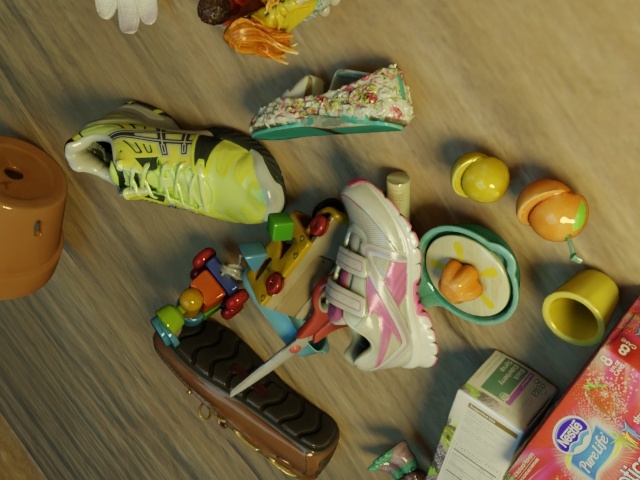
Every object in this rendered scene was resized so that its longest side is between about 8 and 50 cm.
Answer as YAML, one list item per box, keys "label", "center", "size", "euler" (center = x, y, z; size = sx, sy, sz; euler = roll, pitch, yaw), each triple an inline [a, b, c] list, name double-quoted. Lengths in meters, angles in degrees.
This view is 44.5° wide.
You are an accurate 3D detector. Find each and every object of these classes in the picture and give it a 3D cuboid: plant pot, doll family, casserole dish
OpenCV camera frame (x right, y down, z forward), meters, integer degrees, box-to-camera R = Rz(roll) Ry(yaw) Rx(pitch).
- label: "plant pot"
  center: [-0.609, -0.061, 1.480]
  size: [0.291, 0.291, 0.203]
  euler: [45, 123, 10]
- label: "doll family"
  center: [-0.026, -0.272, 0.814]
  size: [0.118, 0.163, 0.263]
  euler: [52, 141, 2]
- label: "casserole dish"
  center: [-0.055, 0.097, 1.152]
  size: [0.037, 0.114, 0.188]
  euler: [-35, 92, 13]

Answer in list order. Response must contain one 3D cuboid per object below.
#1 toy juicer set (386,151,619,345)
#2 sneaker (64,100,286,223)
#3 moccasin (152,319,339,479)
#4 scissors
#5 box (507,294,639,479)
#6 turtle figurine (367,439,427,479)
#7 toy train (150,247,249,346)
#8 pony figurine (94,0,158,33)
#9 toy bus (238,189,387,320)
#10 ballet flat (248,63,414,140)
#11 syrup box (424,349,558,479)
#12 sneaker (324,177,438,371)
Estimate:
- label: "toy juicer set"
  center: [0.158, 0.005, 0.885]
  size: [0.329, 0.089, 0.209]
  euler: [6, 126, 46]
- label: "sneaker"
  center: [-0.215, -0.093, 1.145]
  size: [0.385, 0.147, 0.145]
  euler: [18, 127, 34]
- label: "moccasin"
  center: [-0.140, 0.270, 1.357]
  size: [0.380, 0.139, 0.147]
  euler: [33, 128, 10]
- label: "scissors"
  center: [-0.016, 0.140, 1.077]
  size: [0.297, 0.109, 0.021]
  euler: [-53, 43, 33]
- label: "box"
  center: [0.323, 0.194, 0.840]
  size: [0.128, 0.123, 0.256]
  euler: [38, 138, 20]
- label: "turtle figurine"
  center: [0.166, 0.414, 1.159]
  size: [0.234, 0.118, 0.175]
  euler: [54, 143, 19]
- label: "toy train"
  center: [-0.194, 0.089, 1.212]
  size: [0.105, 0.143, 0.248]
  euler: [50, 161, 4]
- label: "pony figurine"
  center: [-0.386, -0.449, 0.995]
  size: [0.363, 0.303, 0.350]
  euler: [32, 129, 47]
- label: "toy bus"
  center: [-0.011, 0.007, 1.044]
  size: [0.104, 0.202, 0.191]
  euler: [-122, 19, -47]
- label: "ballet flat"
  center: [0.011, -0.164, 0.938]
  size: [0.241, 0.091, 0.077]
  euler: [2, 88, 39]
- label: "syrup box"
  center: [0.215, 0.265, 1.020]
  size: [0.096, 0.093, 0.236]
  euler: [31, 136, 26]
- label: "sneaker"
  center: [0.058, 0.052, 0.929]
  size: [0.103, 0.111, 0.252]
  euler: [-156, 50, -70]
